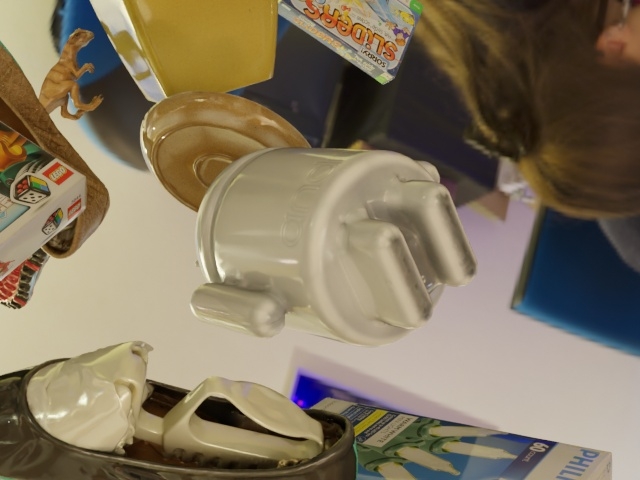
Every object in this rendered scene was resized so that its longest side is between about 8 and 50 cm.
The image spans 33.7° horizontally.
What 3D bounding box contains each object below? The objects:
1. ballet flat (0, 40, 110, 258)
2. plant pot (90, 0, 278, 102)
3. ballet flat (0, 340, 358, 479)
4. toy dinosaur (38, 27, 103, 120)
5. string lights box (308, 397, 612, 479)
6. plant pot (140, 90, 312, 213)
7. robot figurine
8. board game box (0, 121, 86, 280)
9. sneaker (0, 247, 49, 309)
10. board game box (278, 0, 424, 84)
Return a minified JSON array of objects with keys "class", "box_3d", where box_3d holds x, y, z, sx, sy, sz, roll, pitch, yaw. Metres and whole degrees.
[{"class":"ballet flat","box_3d":[-0.342,-0.105,1.097,0.116,0.124,0.342,-15,131,19]},{"class":"plant pot","box_3d":[-0.171,-0.286,1.384,0.212,0.187,0.212,-19,-162,-19]},{"class":"ballet flat","box_3d":[-0.105,0.117,0.701,0.281,0.095,0.096,13,124,-13]},{"class":"toy dinosaur","box_3d":[-0.401,-0.221,1.601,0.112,0.211,0.064,37,164,-33]},{"class":"string lights box","box_3d":[0.082,0.201,0.830,0.260,0.076,0.133,5,-163,32]},{"class":"plant pot","box_3d":[-0.117,-0.090,1.320,0.236,0.032,0.236,11,143,8]},{"class":"robot figurine","box_3d":[0.000,0.000,1.133,0.353,0.300,0.199,7,126,51]},{"class":"board game box","box_3d":[-0.366,-0.003,0.860,0.193,0.305,0.053,32,141,13]},{"class":"sneaker","box_3d":[-0.407,0.005,1.489,0.104,0.125,0.262,43,138,-8]},{"class":"board game box","box_3d":[0.042,-0.335,1.522,0.201,0.136,0.035,30,157,-21]}]
